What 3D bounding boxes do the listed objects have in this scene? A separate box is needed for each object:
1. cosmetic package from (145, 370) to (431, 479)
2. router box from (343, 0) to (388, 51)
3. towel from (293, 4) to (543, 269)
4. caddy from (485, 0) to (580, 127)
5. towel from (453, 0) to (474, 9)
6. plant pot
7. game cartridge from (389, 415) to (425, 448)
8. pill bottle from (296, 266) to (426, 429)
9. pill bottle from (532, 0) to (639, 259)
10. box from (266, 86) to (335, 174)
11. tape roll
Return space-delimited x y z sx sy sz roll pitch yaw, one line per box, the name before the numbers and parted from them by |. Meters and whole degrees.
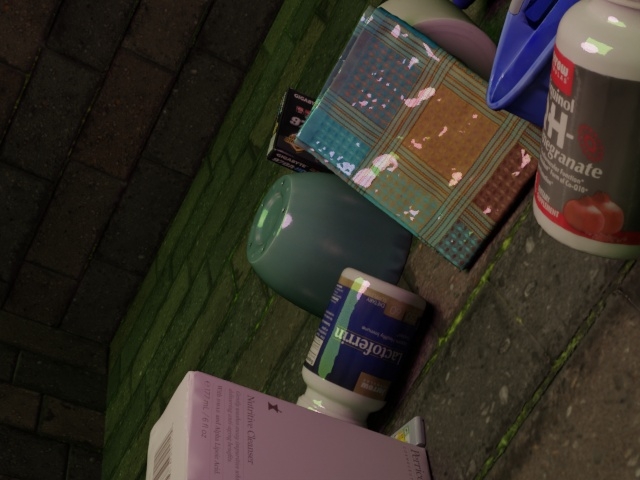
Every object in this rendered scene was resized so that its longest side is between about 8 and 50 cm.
cosmetic package | -0.035 0.351 1.122 0.156 0.385 0.217 -55 26 31
router box | 0.160 -0.449 1.901 0.309 0.081 0.243 -48 28 41
towel | 0.153 -0.163 1.314 0.271 0.370 0.040 -58 -18 25
caddy | 0.342 -0.297 1.087 0.341 0.179 0.241 -56 9 42
towel | 0.353 -0.595 1.540 0.308 0.076 0.227 -42 20 48
plant pot | 0.000 0.000 1.610 0.293 0.235 0.293 -50 27 37
game cartridge | 0.131 0.312 1.277 0.083 0.017 0.056 -50 30 38
pill bottle | 0.060 0.191 1.382 0.264 0.153 0.153 -68 21 -1
pill bottle | 0.328 -0.152 0.869 0.176 0.176 0.318 -99 5 -54
box | 0.000 -0.220 1.856 0.051 0.220 0.175 -40 33 55
tape roll | 0.182 -0.292 1.457 0.246 0.246 0.169 -58 23 22
